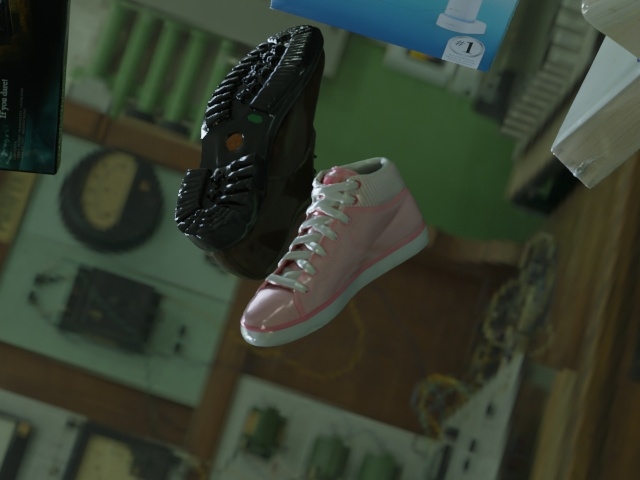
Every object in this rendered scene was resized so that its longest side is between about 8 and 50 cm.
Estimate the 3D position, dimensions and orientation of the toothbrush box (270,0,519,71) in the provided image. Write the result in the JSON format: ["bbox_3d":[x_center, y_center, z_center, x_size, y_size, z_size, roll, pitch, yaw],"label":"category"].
[{"bbox_3d":[0.086,-0.293,1.274,0.295,0.216,0.126,103,-177,-66],"label":"toothbrush box"}]

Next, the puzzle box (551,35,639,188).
[{"bbox_3d":[0.357,-0.213,1.395,0.272,0.052,0.409,-42,5,29],"label":"puzzle box"}]

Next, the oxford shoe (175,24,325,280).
[{"bbox_3d":[-0.039,-0.067,1.135,0.083,0.096,0.227,-5,50,34],"label":"oxford shoe"}]

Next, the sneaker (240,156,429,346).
[{"bbox_3d":[0.000,0.000,0.844,0.134,0.070,0.051,-35,29,-27],"label":"sneaker"}]

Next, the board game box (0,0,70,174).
[{"bbox_3d":[-0.209,-0.135,0.871,0.026,0.126,0.186,-97,14,-72],"label":"board game box"}]

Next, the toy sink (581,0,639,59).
[{"bbox_3d":[0.233,-0.181,0.645,0.153,0.131,0.234,-22,43,55],"label":"toy sink"}]
